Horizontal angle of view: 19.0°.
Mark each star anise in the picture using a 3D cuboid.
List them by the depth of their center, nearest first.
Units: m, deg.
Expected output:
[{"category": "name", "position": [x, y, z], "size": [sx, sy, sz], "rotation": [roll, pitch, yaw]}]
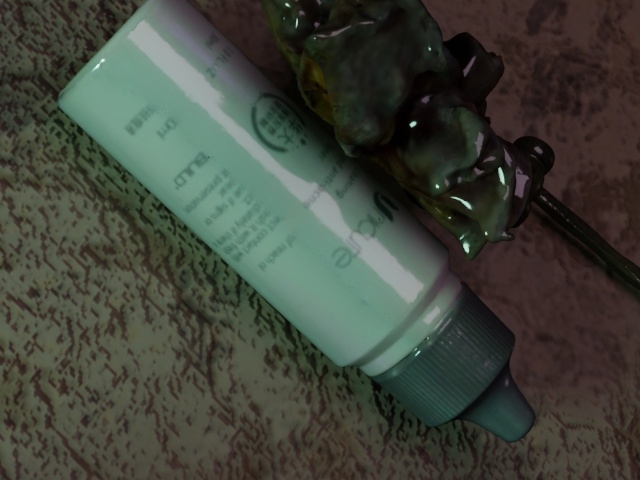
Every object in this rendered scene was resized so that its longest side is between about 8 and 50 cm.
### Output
[{"category": "star anise", "position": [0.044, -0.087, 1.024], "size": [0.099, 0.220, 0.214], "rotation": [-37, 110, 3]}]

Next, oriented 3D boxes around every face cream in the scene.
[{"category": "face cream", "position": [0.000, 0.000, 1.024], "size": [0.311, 0.092, 0.092], "rotation": [44, 53, -8]}]

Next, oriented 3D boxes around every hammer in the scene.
[{"category": "hammer", "position": [0.219, 0.045, 1.184], "size": [0.292, 0.029, 0.058], "rotation": [39, 55, -13]}]
